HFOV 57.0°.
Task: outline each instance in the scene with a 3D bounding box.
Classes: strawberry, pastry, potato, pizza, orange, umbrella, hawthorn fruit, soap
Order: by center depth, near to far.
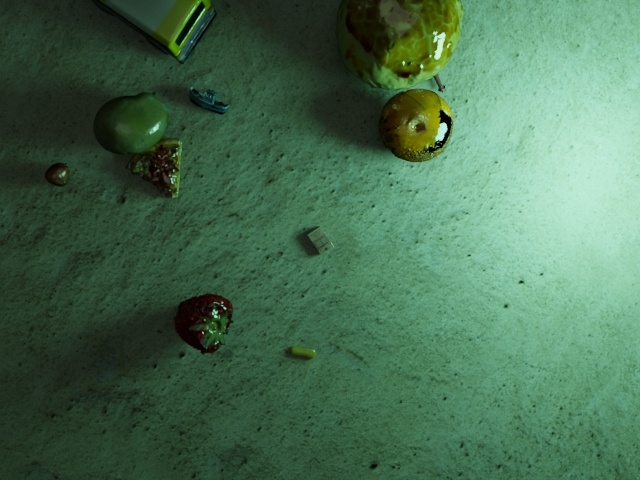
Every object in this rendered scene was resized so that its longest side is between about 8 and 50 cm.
[{"bbox_3d":[0.233,-0.641,1.746,0.389,0.312,0.388,1,95,7],"label":"pastry"},{"bbox_3d":[-0.585,-0.364,1.832,0.235,0.160,0.177,-37,120,-13],"label":"potato"},{"bbox_3d":[0.297,-0.358,1.837,0.235,0.182,0.234,3,101,14],"label":"orange"},{"bbox_3d":[-0.839,-0.210,1.881,0.077,0.077,0.077,0,95,-2],"label":"hawthorn fruit"},{"bbox_3d":[-0.381,0.256,1.889,0.202,0.184,0.186,12,118,34],"label":"strawberry"},{"bbox_3d":[-0.505,-0.229,1.894,0.201,0.053,0.193,-35,95,1],"label":"pizza"},{"bbox_3d":[0.362,-0.553,1.904,0.027,0.025,0.165,-25,90,-12],"label":"umbrella"},{"bbox_3d":[-0.060,0.375,1.975,0.089,0.012,0.034,10,94,-2],"label":"soap"}]

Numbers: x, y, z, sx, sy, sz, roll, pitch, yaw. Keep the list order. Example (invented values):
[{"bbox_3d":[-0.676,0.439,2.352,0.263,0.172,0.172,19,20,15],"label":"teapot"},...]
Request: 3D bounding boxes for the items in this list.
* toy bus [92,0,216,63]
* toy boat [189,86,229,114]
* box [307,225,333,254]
[{"bbox_3d":[-0.558,-0.751,1.753,0.440,0.249,0.209,35,93,-4],"label":"toy bus"},{"bbox_3d":[-0.356,-0.450,1.877,0.137,0.060,0.060,23,113,3],"label":"toy boat"},{"bbox_3d":[0.000,0.000,1.941,0.053,0.024,0.083,-34,93,1],"label":"box"}]
